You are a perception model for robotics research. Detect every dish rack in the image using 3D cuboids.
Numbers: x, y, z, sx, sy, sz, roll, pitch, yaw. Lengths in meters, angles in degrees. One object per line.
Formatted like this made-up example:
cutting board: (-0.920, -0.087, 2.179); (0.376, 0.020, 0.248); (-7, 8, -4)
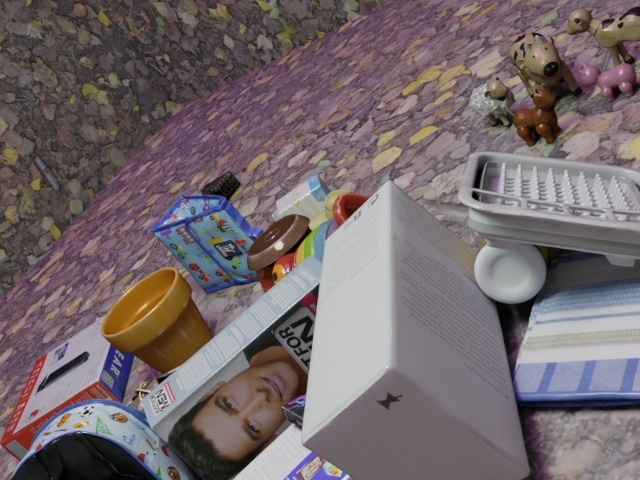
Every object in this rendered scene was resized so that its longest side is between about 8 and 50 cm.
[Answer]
dish rack: (0.348, -0.050, 1.143); (0.285, 0.072, 0.333); (8, 22, 11)

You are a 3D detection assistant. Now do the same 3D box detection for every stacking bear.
stacking bear: (0.014, 0.045, 1.526); (0.164, 0.175, 0.289); (0, -20, -42)

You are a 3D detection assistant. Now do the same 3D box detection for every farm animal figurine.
farm animal figurine: (0.479, -0.364, 1.591); (0.330, 0.172, 0.327); (-38, 23, -2)

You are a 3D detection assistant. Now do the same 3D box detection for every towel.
towel: (0.372, 0.109, 1.053); (0.209, 0.034, 0.285); (-14, 33, 43)

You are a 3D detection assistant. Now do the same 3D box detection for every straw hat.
straw hat: (0.041, -0.071, 1.615); (0.144, 0.061, 0.144); (-10, 28, 5)

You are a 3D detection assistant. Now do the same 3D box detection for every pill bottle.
pill bottle: (0.297, 0.019, 1.203); (0.103, 0.103, 0.184); (-26, 8, 24)

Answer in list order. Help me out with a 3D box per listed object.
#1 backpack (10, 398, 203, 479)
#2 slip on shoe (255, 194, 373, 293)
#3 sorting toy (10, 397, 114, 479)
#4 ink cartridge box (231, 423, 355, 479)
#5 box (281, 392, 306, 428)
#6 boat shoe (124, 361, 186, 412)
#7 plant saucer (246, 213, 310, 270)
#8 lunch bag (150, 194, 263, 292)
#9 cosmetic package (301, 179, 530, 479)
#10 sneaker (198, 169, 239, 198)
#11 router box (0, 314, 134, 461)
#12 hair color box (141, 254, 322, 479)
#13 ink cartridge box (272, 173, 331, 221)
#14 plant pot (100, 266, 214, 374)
backpack: (-0.346, 0.386, 1.268); (0.276, 0.263, 0.213); (-35, 23, 7)
slip on shoe: (0.000, 0.000, 1.692); (0.331, 0.101, 0.123); (-35, 22, 3)
sorting toy: (-0.476, 0.468, 1.517); (0.257, 0.089, 0.255); (-39, 23, -2)
ink cartridge box: (-0.045, 0.364, 1.155); (0.208, 0.045, 0.206); (-40, 23, -11)
box: (0.036, 0.246, 1.218); (0.162, 0.029, 0.116); (-24, 16, -26)
boat shoe: (-0.283, 0.291, 1.448); (0.324, 0.097, 0.116); (-24, 25, -16)
plant saucer: (-0.096, -0.003, 1.670); (0.168, 0.029, 0.168); (-35, 19, 14)
lunch bag: (-0.223, -0.003, 1.858); (0.293, 0.221, 0.138); (-8, 37, 49)
cosmetic package: (0.124, 0.132, 1.084); (0.161, 0.230, 0.453); (-44, 18, 25)
sneaker: (-0.309, -0.156, 2.432); (0.118, 0.083, 0.222); (-36, 22, 3)
router box: (-0.602, 0.343, 1.931); (0.301, 0.082, 0.335); (-33, 24, 11)
hair color box: (-0.088, 0.220, 1.304); (0.374, 0.185, 0.113); (-41, 24, -7)
ink cartridge box: (-0.038, -0.075, 1.891); (0.143, 0.092, 0.090); (-33, 23, 9)
plant pot: (-0.332, 0.194, 1.692); (0.205, 0.188, 0.205); (-30, 25, 16)
